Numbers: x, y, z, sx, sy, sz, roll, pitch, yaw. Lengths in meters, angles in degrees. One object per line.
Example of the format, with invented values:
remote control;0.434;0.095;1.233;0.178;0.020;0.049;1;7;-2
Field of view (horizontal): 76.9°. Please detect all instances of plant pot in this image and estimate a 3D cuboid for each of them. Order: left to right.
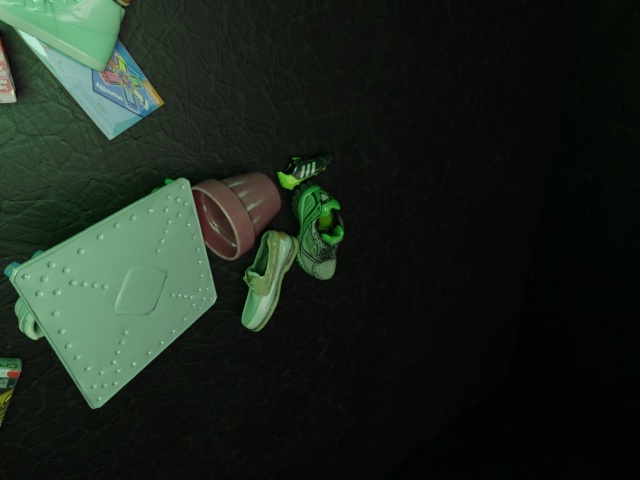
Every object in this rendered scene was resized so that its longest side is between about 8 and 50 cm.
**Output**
plant pot;-0.207;-0.081;1.014;0.180;0.201;0.202;-39;130;-36

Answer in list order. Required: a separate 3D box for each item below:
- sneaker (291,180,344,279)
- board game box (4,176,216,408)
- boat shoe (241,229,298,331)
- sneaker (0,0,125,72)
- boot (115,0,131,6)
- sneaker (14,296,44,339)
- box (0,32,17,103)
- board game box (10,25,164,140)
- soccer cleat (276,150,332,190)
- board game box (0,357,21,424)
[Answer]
sneaker;0.000;0.000;1.210;0.134;0.146;0.344;-29;136;-22
board game box;-0.412;0.105;0.896;0.390;0.050;0.390;-46;144;-44
boat shoe;-0.172;0.112;1.176;0.103;0.113;0.303;24;84;-40
sneaker;-0.466;-0.418;0.677;0.255;0.094;0.151;19;105;-50
boot;-0.369;-0.522;0.738;0.059;0.084;0.158;-67;154;-55
sneaker;-0.501;0.124;0.901;0.305;0.152;0.114;-29;123;-25
box;-0.640;-0.276;0.628;0.256;0.128;0.123;-15;119;-30
board game box;-0.458;-0.356;0.794;0.145;0.027;0.281;-40;129;-13
soccer cleat;-0.043;-0.214;1.148;0.178;0.060;0.072;-36;126;-15
board game box;-0.821;0.328;0.820;0.305;0.053;0.193;18;99;-40
